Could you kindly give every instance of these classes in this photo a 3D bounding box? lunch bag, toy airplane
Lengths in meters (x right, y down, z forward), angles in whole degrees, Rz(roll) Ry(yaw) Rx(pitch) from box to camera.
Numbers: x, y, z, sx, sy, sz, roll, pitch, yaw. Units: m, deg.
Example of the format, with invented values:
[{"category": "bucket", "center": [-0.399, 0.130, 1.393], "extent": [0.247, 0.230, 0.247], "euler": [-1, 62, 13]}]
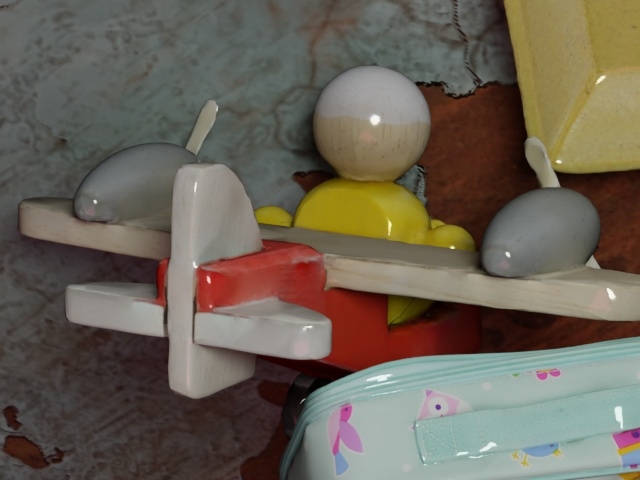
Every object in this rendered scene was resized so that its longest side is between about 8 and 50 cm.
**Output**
[{"category": "lunch bag", "center": [0.119, 0.141, 1.204], "extent": [0.279, 0.108, 0.224], "euler": [-7, 154, -11]}, {"category": "toy airplane", "center": [0.000, 0.000, 1.312], "extent": [0.386, 0.272, 0.384], "euler": [16, 171, -15]}]

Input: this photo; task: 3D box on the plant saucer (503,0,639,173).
[{"category": "plant saucer", "center": [0.282, -0.207, 1.218], "extent": [0.333, 0.081, 0.333], "euler": [-4, 128, 14]}]
